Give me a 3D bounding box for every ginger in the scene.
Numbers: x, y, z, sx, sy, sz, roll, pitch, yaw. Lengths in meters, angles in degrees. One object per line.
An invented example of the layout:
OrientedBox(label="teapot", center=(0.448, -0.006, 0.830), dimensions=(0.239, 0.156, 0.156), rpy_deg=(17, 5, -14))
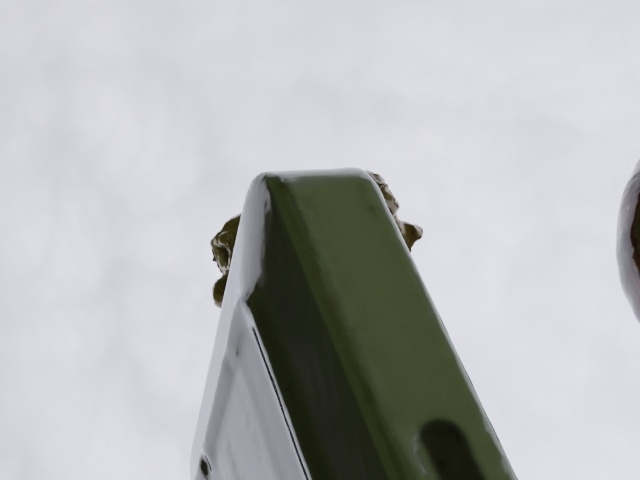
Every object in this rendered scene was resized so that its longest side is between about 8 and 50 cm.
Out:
OrientedBox(label="ginger", center=(0.000, 0.000, 1.174), dimensions=(0.218, 0.270, 0.123), rpy_deg=(1, -126, -20))

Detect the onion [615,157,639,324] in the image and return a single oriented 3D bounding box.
OrientedBox(label="onion", center=(0.474, -0.023, 1.157), dimensions=(0.347, 0.285, 0.348), rpy_deg=(-2, -125, 3))

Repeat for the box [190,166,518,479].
OrientedBox(label="box", center=(0.007, 0.197, 0.675), dimensions=(0.090, 0.373, 0.367), rpy_deg=(-5, -131, -21))
